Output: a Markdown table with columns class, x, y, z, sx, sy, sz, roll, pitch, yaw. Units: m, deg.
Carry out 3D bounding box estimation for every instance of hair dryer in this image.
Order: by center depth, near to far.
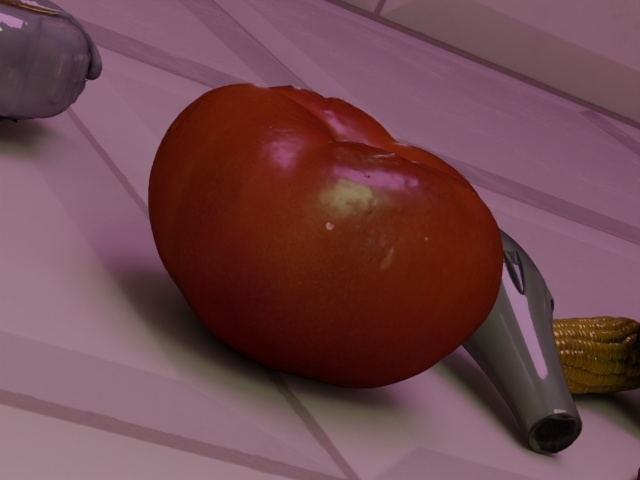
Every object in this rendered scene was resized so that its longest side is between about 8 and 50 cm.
| class | x | y | z | sx | sy | sz | roll | pitch | yaw |
| --- | --- | --- | --- | --- | --- | --- | --- | --- | --- |
| hair dryer | 0.088 | 0.082 | 1.503 | 0.267 | 0.092 | 0.229 | -9 | 44 | -34 |

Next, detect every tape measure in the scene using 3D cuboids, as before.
| class | x | y | z | sx | sy | sz | roll | pitch | yaw |
| --- | --- | --- | --- | --- | --- | --- | --- | --- | --- |
| tape measure | -0.288 | -0.165 | 1.590 | 0.236 | 0.120 | 0.197 | 18 | 9 | -13 |

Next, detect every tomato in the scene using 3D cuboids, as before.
| class | x | y | z | sx | sy | sz | roll | pitch | yaw |
| --- | --- | --- | --- | --- | --- | --- | --- | --- | --- |
| tomato | -0.002 | -0.002 | 1.379 | 0.260 | 0.180 | 0.260 | 27 | 14 | -7 |

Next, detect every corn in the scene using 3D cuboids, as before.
| class | x | y | z | sx | sy | sz | roll | pitch | yaw |
| --- | --- | --- | --- | --- | --- | --- | --- | --- | --- |
| corn | 0.224 | 0.098 | 1.674 | 0.072 | 0.072 | 0.203 | 34 | 17 | 31 |

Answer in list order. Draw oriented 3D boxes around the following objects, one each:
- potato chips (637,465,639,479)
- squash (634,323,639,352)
| class | x | y | z | sx | sy | sz | roll | pitch | yaw |
| --- | --- | --- | --- | --- | --- | --- | --- | --- | --- |
| potato chips | 0.346 | 0.192 | 1.504 | 0.202 | 0.049 | 0.150 | 17 | 3 | 14 |
| squash | 0.435 | 0.069 | 1.747 | 0.310 | 0.310 | 0.309 | 28 | 6 | 7 |
